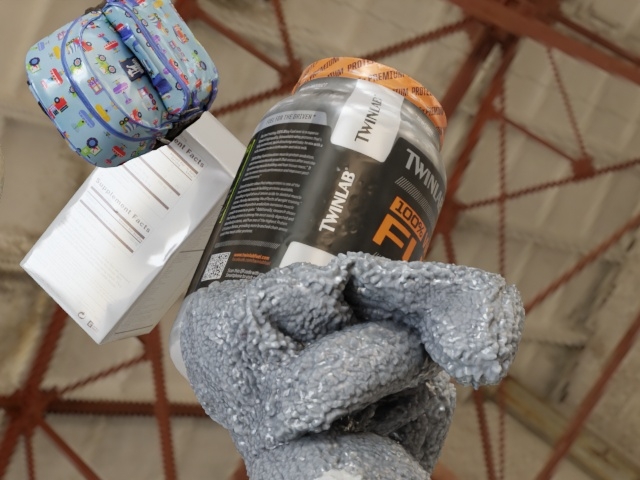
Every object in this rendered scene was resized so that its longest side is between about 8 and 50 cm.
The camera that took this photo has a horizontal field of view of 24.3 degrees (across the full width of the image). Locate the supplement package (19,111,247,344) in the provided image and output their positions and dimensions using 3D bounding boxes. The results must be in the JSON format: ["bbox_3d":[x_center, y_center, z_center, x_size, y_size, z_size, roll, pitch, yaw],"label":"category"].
[{"bbox_3d":[-0.188,-0.022,1.648,0.244,0.134,0.139,-49,-12,13],"label":"supplement package"}]

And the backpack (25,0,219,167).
[{"bbox_3d":[-0.198,-0.157,1.448,0.117,0.158,0.173,-31,4,27],"label":"backpack"}]

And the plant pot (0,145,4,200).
[{"bbox_3d":[-0.510,-0.090,1.593,0.284,0.284,0.191,-46,-29,-10],"label":"plant pot"}]

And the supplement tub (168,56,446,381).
[{"bbox_3d":[0.000,0.000,1.369,0.316,0.194,0.193,-70,-28,-24],"label":"supplement tub"}]

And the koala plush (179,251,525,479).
[{"bbox_3d":[0.006,0.139,0.903,0.203,0.221,0.196,10,-34,-11],"label":"koala plush"}]
